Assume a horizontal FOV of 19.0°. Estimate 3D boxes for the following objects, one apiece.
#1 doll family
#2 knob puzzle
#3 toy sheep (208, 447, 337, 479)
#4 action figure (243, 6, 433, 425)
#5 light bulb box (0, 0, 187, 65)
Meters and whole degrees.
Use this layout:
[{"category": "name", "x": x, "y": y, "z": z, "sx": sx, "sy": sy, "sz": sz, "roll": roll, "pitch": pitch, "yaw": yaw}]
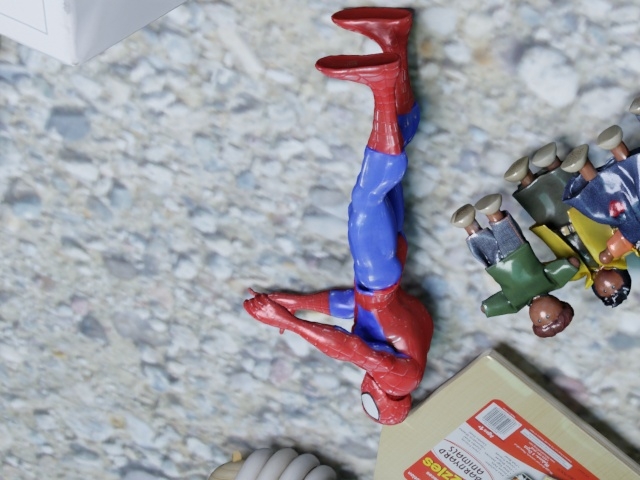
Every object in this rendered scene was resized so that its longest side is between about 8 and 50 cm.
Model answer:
[{"category": "doll family", "x": 0.175, "y": -0.013, "z": 1.102, "sx": 0.193, "sy": 0.076, "sz": 0.111, "roll": -28, "pitch": 106, "yaw": 31}, {"category": "knob puzzle", "x": 0.121, "y": 0.170, "z": 1.283, "sx": 0.213, "sy": 0.030, "sz": 0.213, "roll": 10, "pitch": 127, "yaw": 13}, {"category": "toy sheep", "x": -0.019, "y": 0.188, "z": 1.317, "sx": 0.132, "sy": 0.091, "sz": 0.091, "roll": 18, "pitch": 129, "yaw": 15}, {"category": "action figure", "x": 0.000, "y": 0.000, "z": 1.169, "sx": 0.139, "sy": 0.091, "sz": 0.280, "roll": 0, "pitch": 123, "yaw": 13}, {"category": "light bulb box", "x": -0.174, "y": -0.324, "z": 0.845, "sx": 0.361, "sy": 0.225, "sz": 0.358, "roll": 25, "pitch": 133, "yaw": 31}]
